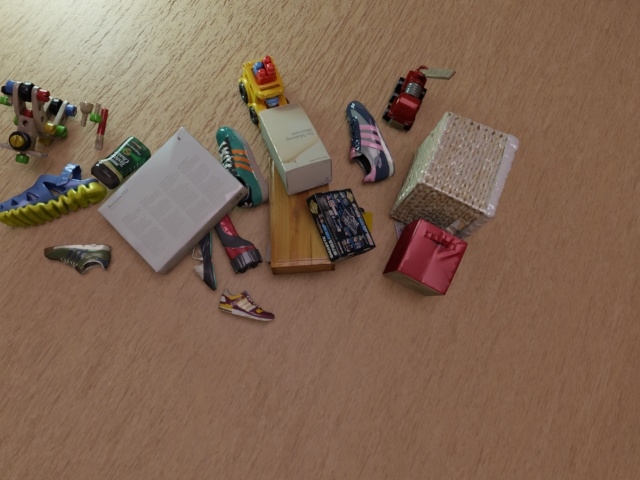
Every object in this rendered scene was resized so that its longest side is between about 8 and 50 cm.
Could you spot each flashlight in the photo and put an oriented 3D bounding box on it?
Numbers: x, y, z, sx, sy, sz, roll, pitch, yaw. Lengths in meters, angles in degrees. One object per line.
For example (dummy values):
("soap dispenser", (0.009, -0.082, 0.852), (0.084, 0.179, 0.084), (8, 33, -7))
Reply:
("flashlight", (-0.298, -0.043, 1.571), (0.103, 0.103, 0.304), (-18, 78, -41))

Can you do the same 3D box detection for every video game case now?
("video game case", (0.335, -0.030, 1.731), (0.122, 0.011, 0.087), (-8, 77, -13))

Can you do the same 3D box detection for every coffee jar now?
("coffee jar", (-0.649, -0.252, 1.544), (0.096, 0.079, 0.184), (40, 56, -7))

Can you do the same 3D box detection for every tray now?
("tray", (-0.066, -0.096, 1.582), (0.202, 0.076, 0.411), (-4, 64, -1))

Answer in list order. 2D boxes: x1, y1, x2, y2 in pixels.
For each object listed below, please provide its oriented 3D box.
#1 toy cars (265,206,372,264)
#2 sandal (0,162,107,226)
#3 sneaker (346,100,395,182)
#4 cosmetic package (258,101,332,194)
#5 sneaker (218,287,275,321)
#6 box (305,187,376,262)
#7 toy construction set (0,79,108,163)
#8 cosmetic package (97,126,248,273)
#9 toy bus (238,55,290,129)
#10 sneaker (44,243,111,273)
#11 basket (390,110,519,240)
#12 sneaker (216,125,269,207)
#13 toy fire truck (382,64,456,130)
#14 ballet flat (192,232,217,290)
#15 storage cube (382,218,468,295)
("toy cars", (0.000, 0.000, 1.624), (0.393, 0.087, 0.176), (-32, 68, -13))
("sandal", (-0.851, -0.145, 1.487), (0.317, 0.126, 0.138), (-25, 80, -25))
("sneaker", (0.150, -0.360, 1.729), (0.131, 0.112, 0.319), (-23, 80, -18))
("cosmetic package", (-0.087, -0.315, 1.585), (0.160, 0.113, 0.309), (-19, 55, -11))
("sneaker", (-0.232, 0.208, 1.532), (0.185, 0.069, 0.084), (15, 79, -8))
("box", (0.067, -0.053, 1.514), (0.175, 0.051, 0.220), (-15, 78, -44))
("toy construction set", (-0.858, -0.348, 1.513), (0.308, 0.257, 0.237), (9, 92, -31))
("cosmetic package", (-0.463, -0.126, 1.506), (0.284, 0.097, 0.377), (45, 87, 6))
("toy bus", (-0.186, -0.530, 1.659), (0.149, 0.211, 0.220), (-20, 82, -16))
("sneaker", (-0.754, 0.061, 1.473), (0.192, 0.064, 0.086), (-3, 71, -15))
("basket", (0.448, -0.208, 1.630), (0.266, 0.328, 0.331), (27, 69, -1))
("sneaker", (-0.291, -0.250, 1.603), (0.121, 0.108, 0.302), (-24, 82, -41))
("toy fire truck", (0.360, -0.544, 1.745), (0.158, 0.246, 0.217), (25, 72, -3))
("ballet flat", (-0.380, 0.069, 1.541), (0.074, 0.074, 0.203), (-6, 71, -12))
("storage cube", (0.348, 0.063, 1.604), (0.183, 0.215, 0.193), (27, 81, -3))
